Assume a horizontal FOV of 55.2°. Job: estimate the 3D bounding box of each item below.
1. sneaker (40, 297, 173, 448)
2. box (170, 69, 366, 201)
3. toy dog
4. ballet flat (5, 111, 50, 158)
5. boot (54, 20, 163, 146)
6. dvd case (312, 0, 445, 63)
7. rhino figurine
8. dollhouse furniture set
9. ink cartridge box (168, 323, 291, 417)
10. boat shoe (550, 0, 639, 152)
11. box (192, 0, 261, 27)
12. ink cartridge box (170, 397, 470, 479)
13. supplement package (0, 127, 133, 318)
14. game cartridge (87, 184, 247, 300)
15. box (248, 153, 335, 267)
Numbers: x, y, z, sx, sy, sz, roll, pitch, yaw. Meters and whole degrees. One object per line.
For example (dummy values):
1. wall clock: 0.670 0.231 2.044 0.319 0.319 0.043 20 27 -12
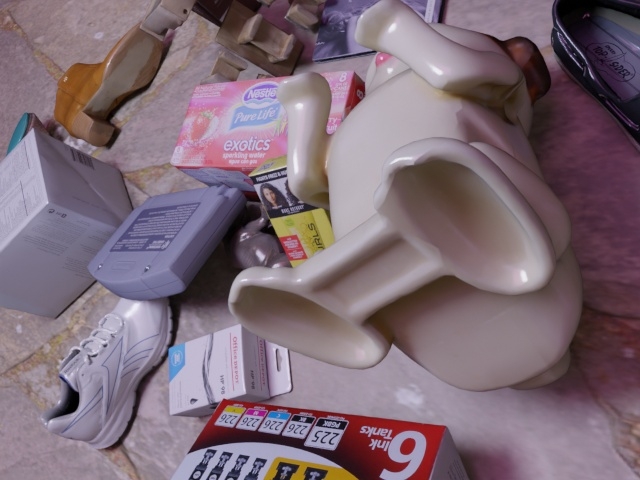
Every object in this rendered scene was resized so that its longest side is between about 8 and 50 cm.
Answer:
1. sneaker: -0.338 0.190 0.985 0.111 0.129 0.296 14 79 40
2. box: -0.054 -0.144 0.905 0.300 0.154 0.142 5 76 36
3. toy dog: 0.143 -0.079 0.649 0.284 0.396 0.407 -47 24 43
4. ballet flat: -0.621 -0.170 1.317 0.107 0.106 0.316 -46 34 21
5. boot: -0.465 -0.353 1.295 0.211 0.104 0.295 36 98 37
6. dvd case: 0.095 -0.372 0.976 0.222 0.018 0.164 2 74 35
7. rhino figurine: -0.096 0.001 0.928 0.243 0.073 0.106 34 93 42
8. dollhouse furniture set: -0.152 -0.351 1.016 0.161 0.242 0.212 15 81 62
9. ink cartridge box: -0.136 0.187 0.891 0.180 0.060 0.104 -22 61 26
10. boat shoe: 0.371 -0.174 0.653 0.127 0.113 0.340 -39 55 16
11. box: -0.252 -0.571 1.213 0.381 0.143 0.191 39 96 36
12. ink cartridge box: -0.029 0.325 0.646 0.310 0.130 0.271 -4 36 33
13. supplement package: -0.516 -0.023 1.141 0.263 0.199 0.198 -39 55 16
14. game cartridge: -0.257 0.005 0.974 0.294 0.060 0.196 -1 45 49
15. box: 0.000 0.000 0.778 0.088 0.232 0.058 -9 26 31
